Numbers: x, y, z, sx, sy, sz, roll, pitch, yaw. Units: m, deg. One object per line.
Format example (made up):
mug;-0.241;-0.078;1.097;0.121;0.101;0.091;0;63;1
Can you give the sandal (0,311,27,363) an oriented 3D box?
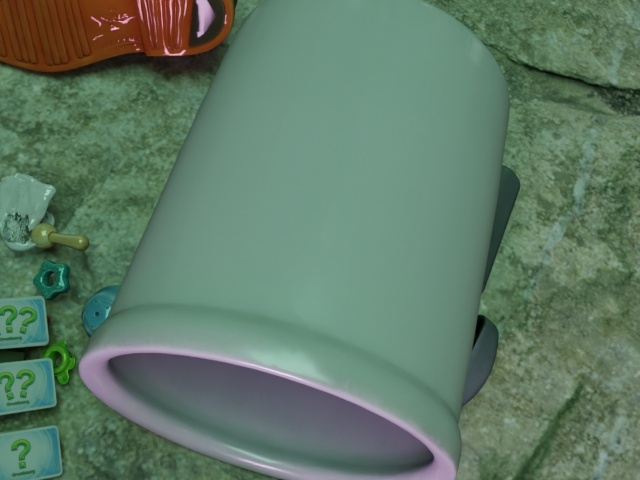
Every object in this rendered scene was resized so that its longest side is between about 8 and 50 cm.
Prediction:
sandal;-0.381;0.056;0.806;0.219;0.060;0.090;51;55;-23

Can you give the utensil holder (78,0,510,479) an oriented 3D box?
utensil holder;0.000;0.000;0.776;0.327;0.328;0.386;17;63;-1

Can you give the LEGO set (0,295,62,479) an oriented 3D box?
LEGO set;-0.353;0.139;0.733;0.244;0.060;0.183;0;76;-38

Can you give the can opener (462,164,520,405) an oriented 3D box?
can opener;0.172;0.050;0.931;0.095;0.076;0.283;39;61;-26

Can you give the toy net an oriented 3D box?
toy net;-0.286;0.033;0.875;0.122;0.045;0.232;-39;71;8

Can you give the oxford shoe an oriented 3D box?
oxford shoe;-0.280;-0.287;0.998;0.363;0.130;0.133;3;32;0
